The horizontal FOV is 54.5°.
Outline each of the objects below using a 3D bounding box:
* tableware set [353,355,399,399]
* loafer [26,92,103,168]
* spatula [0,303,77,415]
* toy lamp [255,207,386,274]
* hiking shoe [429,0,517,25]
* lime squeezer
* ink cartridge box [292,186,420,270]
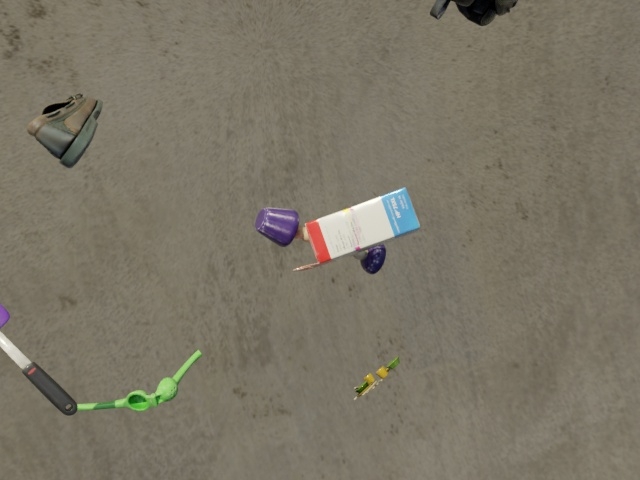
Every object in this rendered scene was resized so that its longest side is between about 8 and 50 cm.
[{"bbox_3d":[0.118,0.292,1.337,0.104,0.154,0.024,-38,80,-24],"label":"tableware set"},{"bbox_3d":[-0.407,-0.196,0.994,0.084,0.267,0.096,33,99,-27],"label":"loafer"},{"bbox_3d":[-0.540,0.207,1.106,0.084,0.030,0.296,-44,105,-24],"label":"spatula"},{"bbox_3d":[0.000,0.000,1.243,0.275,0.080,0.080,21,104,-26],"label":"toy lamp"},{"bbox_3d":[0.180,-0.280,0.625,0.086,0.227,0.114,45,133,20],"label":"hiking shoe"},{"bbox_3d":[-0.408,0.348,1.460,0.310,0.110,0.058,-23,138,-24],"label":"lime squeezer"},{"bbox_3d":[0.055,-0.015,1.116,0.231,0.134,0.078,-19,85,5],"label":"ink cartridge box"}]
